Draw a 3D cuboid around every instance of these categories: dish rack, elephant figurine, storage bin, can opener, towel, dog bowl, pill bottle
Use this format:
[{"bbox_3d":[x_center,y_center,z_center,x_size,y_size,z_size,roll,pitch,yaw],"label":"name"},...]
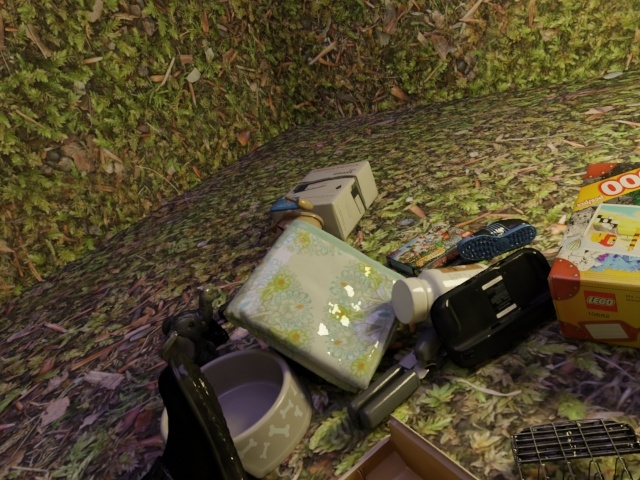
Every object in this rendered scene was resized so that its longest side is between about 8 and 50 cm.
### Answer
[{"bbox_3d":[0.393,0.379,0.708,0.208,0.074,0.271,-12,24,15],"label":"dish rack"},{"bbox_3d":[-0.357,0.259,1.310,0.169,0.240,0.186,4,34,41],"label":"elephant figurine"},{"bbox_3d":[0.097,0.436,0.744,0.262,0.123,0.260,-31,27,-23],"label":"storage bin"},{"bbox_3d":[0.169,0.278,1.048,0.283,0.095,0.076,-29,24,-34],"label":"can opener"},{"bbox_3d":[0.010,0.145,1.181,0.374,0.090,0.321,29,54,9],"label":"towel"},{"bbox_3d":[-0.197,0.382,1.106,0.348,0.102,0.349,-16,25,8],"label":"dog bowl"},{"bbox_3d":[0.290,0.129,1.146,0.229,0.131,0.131,-5,19,-20],"label":"pill bottle"}]

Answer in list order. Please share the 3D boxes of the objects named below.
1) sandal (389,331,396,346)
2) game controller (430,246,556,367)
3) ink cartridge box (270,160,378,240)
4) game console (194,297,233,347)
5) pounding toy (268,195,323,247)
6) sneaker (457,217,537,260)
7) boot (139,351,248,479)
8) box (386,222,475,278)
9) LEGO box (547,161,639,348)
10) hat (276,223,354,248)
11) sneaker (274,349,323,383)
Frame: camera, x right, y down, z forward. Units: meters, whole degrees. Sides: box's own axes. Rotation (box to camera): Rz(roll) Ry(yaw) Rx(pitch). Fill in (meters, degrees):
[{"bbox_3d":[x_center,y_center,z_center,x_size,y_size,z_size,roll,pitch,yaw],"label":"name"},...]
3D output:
[{"bbox_3d":[0.105,0.201,1.299,0.101,0.076,0.265,-24,46,-14],"label":"sandal"},{"bbox_3d":[0.395,0.143,1.084,0.319,0.167,0.067,-27,-9,-16],"label":"game controller"},{"bbox_3d":[0.026,-0.156,1.974,0.285,0.166,0.395,-4,28,30],"label":"ink cartridge box"},{"bbox_3d":[-0.293,0.234,1.556,0.361,0.044,0.213,-31,28,-23],"label":"game console"},{"bbox_3d":[-0.075,-0.066,1.779,0.269,0.154,0.155,-39,39,49],"label":"pounding toy"},{"bbox_3d":[0.499,-0.007,1.424,0.232,0.082,0.090,-14,21,-3],"label":"sneaker"},{"bbox_3d":[-0.283,0.400,0.858,0.260,0.348,0.131,-21,4,-12],"label":"boot"},{"bbox_3d":[0.340,0.030,1.498,0.233,0.044,0.159,-30,26,-21],"label":"box"},{"bbox_3d":[0.754,0.027,0.929,0.500,0.193,0.372,4,46,41],"label":"LEGO box"},{"bbox_3d":[0.000,0.000,1.647,0.208,0.184,0.173,-27,25,-15],"label":"hat"},{"bbox_3d":[-0.033,0.266,1.246,0.130,0.087,0.227,-33,31,-31],"label":"sneaker"}]
